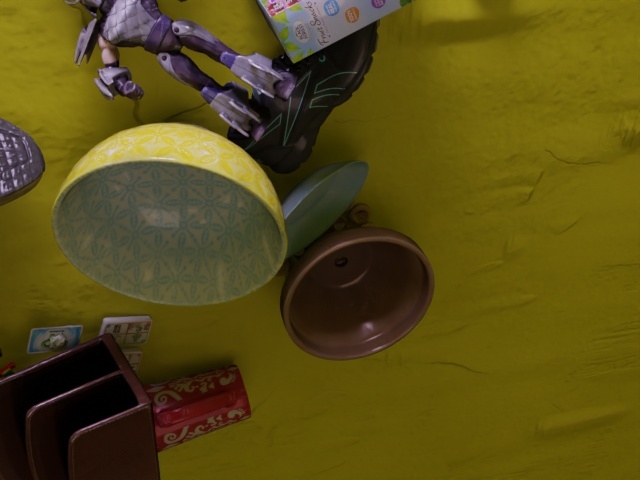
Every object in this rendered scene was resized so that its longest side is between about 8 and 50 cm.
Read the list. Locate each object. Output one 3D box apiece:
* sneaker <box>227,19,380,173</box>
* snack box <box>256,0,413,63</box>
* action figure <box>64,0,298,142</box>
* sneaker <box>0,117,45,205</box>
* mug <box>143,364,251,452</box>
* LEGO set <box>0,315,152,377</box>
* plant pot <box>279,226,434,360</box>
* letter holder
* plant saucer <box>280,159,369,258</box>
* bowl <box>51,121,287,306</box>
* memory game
[{"bbox_3d":[-0.021,-0.204,1.120,0.106,0.101,0.267,21,116,-29],"label":"sneaker"},{"bbox_3d":[0.026,-0.309,1.007,0.207,0.174,0.070,-26,127,2],"label":"snack box"},{"bbox_3d":[-0.169,-0.230,1.017,0.285,0.099,0.185,29,117,-13],"label":"action figure"},{"bbox_3d":[-0.540,-0.041,1.065,0.411,0.158,0.182,-16,161,-10],"label":"sneaker"},{"bbox_3d":[-0.200,0.276,1.396,0.169,0.150,0.113,-15,113,-15],"label":"mug"},{"bbox_3d":[-0.397,0.183,1.326,0.244,0.060,0.182,-1,127,-34],"label":"LEGO set"},{"bbox_3d":[0.045,0.062,1.323,0.238,0.109,0.237,-10,127,-13],"label":"plant pot"},{"bbox_3d":[-0.371,0.322,1.302,0.215,0.152,0.301,-21,139,-26],"label":"letter holder"},{"bbox_3d":[-0.013,-0.051,1.221,0.195,0.037,0.195,-40,165,-13],"label":"plant saucer"},{"bbox_3d":[-0.184,-0.058,1.116,0.290,0.156,0.289,0,141,0],"label":"bowl"},{"bbox_3d":[0.000,0.000,1.340,0.186,0.012,0.186,-10,128,-12],"label":"memory game"}]
